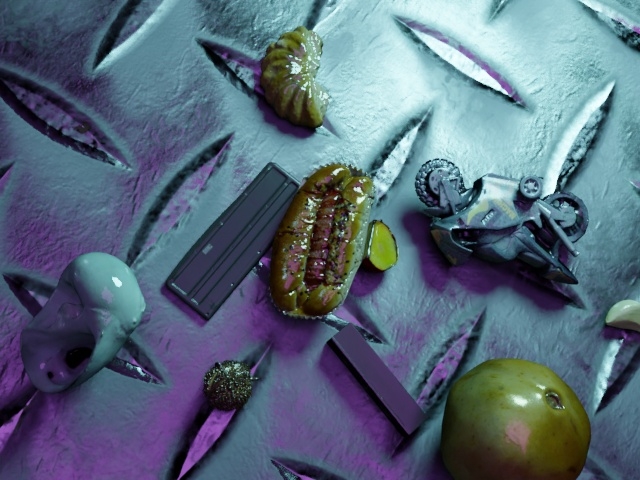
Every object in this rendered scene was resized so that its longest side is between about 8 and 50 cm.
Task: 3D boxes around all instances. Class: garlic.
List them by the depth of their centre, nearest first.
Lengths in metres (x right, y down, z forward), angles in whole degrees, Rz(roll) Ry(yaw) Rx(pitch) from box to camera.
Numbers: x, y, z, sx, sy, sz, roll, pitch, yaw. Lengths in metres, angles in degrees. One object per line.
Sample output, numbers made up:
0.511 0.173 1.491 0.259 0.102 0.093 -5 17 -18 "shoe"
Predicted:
0.520 0.127 1.441 0.083 0.041 0.053 18 78 -12 "garlic"

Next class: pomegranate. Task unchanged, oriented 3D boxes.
0.286 0.282 1.263 0.233 0.233 0.233 2 75 -9 "pomegranate"

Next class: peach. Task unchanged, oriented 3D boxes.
0.085 0.012 1.394 0.077 0.050 0.083 -22 88 -37 "peach"

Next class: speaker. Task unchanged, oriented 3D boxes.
0.089 0.217 1.346 0.046 0.040 0.191 -37 83 -18 "speaker"

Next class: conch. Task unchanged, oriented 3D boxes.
-0.339 0.123 1.239 0.121 0.185 0.221 31 112 -28 "conch"

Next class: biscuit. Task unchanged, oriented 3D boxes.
-0.043 -0.278 1.449 0.118 0.061 0.183 -3 76 -8 "biscuit"

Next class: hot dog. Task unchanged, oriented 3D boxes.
0.000 0.000 1.364 0.144 0.075 0.268 15 76 6 "hot dog"

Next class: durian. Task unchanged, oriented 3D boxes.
-0.134 0.217 1.292 0.091 0.080 0.080 -5 76 -21 "durian"

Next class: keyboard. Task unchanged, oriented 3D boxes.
-0.159 0.035 1.362 0.103 0.041 0.381 39 66 3 "keyboard"

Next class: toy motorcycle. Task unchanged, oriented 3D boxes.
0.293 -0.026 1.417 0.307 0.108 0.173 15 82 -6 "toy motorcycle"
